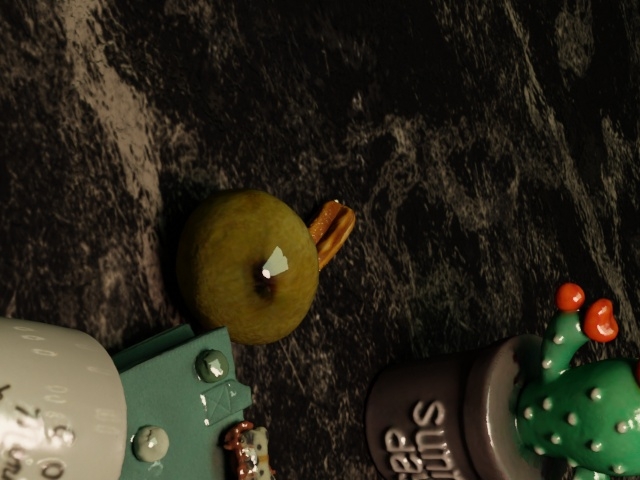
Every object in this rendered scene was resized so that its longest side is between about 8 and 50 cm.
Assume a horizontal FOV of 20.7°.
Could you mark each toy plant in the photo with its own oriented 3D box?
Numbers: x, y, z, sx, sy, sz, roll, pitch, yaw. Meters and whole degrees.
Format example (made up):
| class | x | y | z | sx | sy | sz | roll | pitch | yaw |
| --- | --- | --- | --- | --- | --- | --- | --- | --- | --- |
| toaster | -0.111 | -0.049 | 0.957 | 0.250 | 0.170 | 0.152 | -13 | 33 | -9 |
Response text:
| class | x | y | z | sx | sy | sz | roll | pitch | yaw |
| --- | --- | --- | --- | --- | --- | --- | --- | --- | --- |
| toy plant | 0.249 | 0.205 | 1.939 | 0.185 | 0.400 | 0.279 | 18 | 69 | -49 |

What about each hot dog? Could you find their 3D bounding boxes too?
| class | x | y | z | sx | sy | sz | roll | pitch | yaw |
| --- | --- | --- | --- | --- | --- | --- | --- | --- | --- |
| hot dog | 0.000 | 0.000 | 1.945 | 0.122 | 0.049 | 0.037 | -52 | 162 | -39 |

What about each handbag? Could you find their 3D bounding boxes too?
| class | x | y | z | sx | sy | sz | roll | pitch | yaw |
| --- | --- | --- | --- | --- | --- | --- | --- | --- | --- |
| handbag | -0.151 | 0.232 | 1.617 | 0.274 | 0.100 | 0.269 | -18 | 98 | -47 |

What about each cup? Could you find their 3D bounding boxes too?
| class | x | y | z | sx | sy | sz | roll | pitch | yaw |
| --- | --- | --- | --- | --- | --- | --- | --- | --- | --- |
| cup | -0.313 | 0.180 | 1.390 | 0.234 | 0.186 | 0.258 | 13 | 100 | -44 |

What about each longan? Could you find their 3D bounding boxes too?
| class | x | y | z | sx | sy | sz | roll | pitch | yaw |
| --- | --- | --- | --- | --- | --- | --- | --- | --- | --- |
| longan | -0.074 | 0.025 | 1.764 | 0.176 | 0.145 | 0.155 | -124 | -132 | -82 |

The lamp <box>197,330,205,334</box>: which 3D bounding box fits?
| class | x | y | z | sx | sy | sz | roll | pitch | yaw |
| --- | --- | --- | --- | --- | --- | --- | --- | --- | --- |
| lamp | -0.137 | 0.122 | 1.742 | 0.083 | 0.031 | 0.063 | 2 | 80 | -51 |
